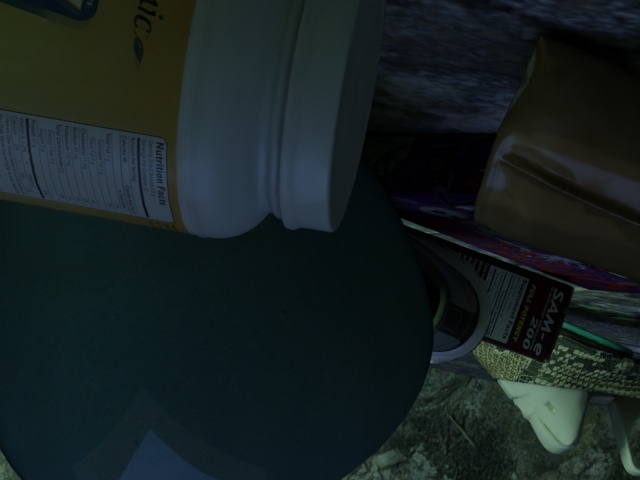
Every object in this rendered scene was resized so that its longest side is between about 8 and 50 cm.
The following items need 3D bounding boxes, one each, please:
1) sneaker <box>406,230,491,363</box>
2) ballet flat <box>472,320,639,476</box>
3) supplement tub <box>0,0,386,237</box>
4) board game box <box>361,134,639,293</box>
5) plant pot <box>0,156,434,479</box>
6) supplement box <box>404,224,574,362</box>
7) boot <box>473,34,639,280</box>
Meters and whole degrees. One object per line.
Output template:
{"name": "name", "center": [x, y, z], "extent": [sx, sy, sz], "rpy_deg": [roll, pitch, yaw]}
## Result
{"name": "sneaker", "center": [0.000, 0.000, 1.095], "extent": [0.271, 0.100, 0.108], "rpy_deg": [26, 180, 13]}
{"name": "ballet flat", "center": [0.371, 0.189, 1.781], "extent": [0.482, 0.182, 0.164], "rpy_deg": [12, 173, -3]}
{"name": "supplement tub", "center": [-0.081, -0.080, 0.608], "extent": [0.199, 0.144, 0.144], "rpy_deg": [10, 172, 7]}
{"name": "board game box", "center": [0.195, -0.011, 1.096], "extent": [0.208, 0.056, 0.347], "rpy_deg": [10, 174, 45]}
{"name": "plant pot", "center": [-0.085, -0.001, 0.888], "extent": [0.290, 0.290, 0.195], "rpy_deg": [8, 135, 21]}
{"name": "supplement box", "center": [0.086, 0.030, 1.281], "extent": [0.239, 0.073, 0.130], "rpy_deg": [20, 179, -2]}
{"name": "boot", "center": [0.218, -0.030, 0.693], "extent": [0.269, 0.089, 0.236], "rpy_deg": [26, 140, 12]}
